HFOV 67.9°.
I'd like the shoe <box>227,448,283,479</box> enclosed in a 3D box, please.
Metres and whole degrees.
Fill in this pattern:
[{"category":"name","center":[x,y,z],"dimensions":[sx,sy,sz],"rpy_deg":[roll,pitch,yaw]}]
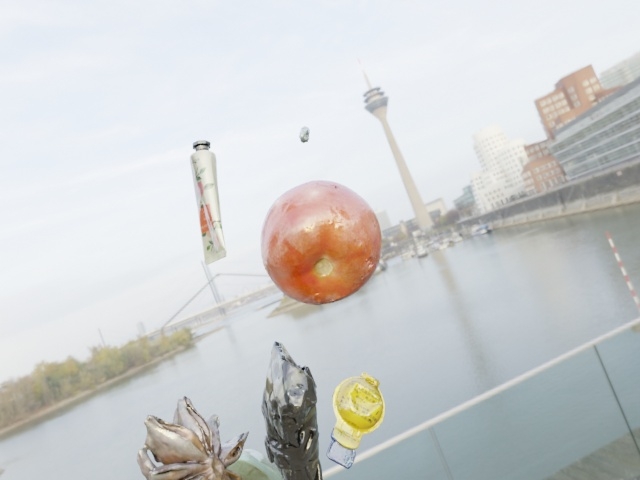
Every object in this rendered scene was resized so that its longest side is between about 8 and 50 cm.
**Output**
[{"category":"shoe","center":[-0.182,0.582,1.228],"dimensions":[0.103,0.251,0.100],"rpy_deg":[-29,40,8]}]

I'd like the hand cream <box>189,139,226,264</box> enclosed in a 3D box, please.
[{"category":"hand cream","center":[-0.214,-0.075,0.905],"dimensions":[0.050,0.234,0.080],"rpy_deg":[0,-15,-42]}]

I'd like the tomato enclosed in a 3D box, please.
[{"category":"tomato","center":[0.000,0.000,0.801],"dimensions":[0.208,0.208,0.184],"rpy_deg":[-22,29,7]}]

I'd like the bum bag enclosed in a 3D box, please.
[{"category":"bum bag","center":[-0.046,0.297,0.757],"dimensions":[0.095,0.341,0.144],"rpy_deg":[-15,39,-13]}]

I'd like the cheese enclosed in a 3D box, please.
[{"category":"cheese","center":[0.090,0.473,1.273],"dimensions":[0.250,0.156,0.064],"rpy_deg":[-60,1,-35]}]

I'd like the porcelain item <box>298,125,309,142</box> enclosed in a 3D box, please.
[{"category":"porcelain item","center":[-0.042,-0.273,1.222],"dimensions":[0.028,0.036,0.083],"rpy_deg":[1,22,1]}]

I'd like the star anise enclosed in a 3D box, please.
[{"category":"star anise","center":[-0.145,0.292,0.583],"dimensions":[0.065,0.195,0.182],"rpy_deg":[-36,-43,14]}]
